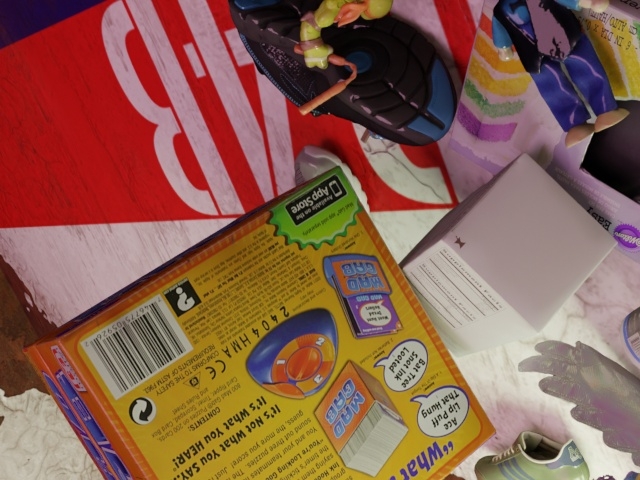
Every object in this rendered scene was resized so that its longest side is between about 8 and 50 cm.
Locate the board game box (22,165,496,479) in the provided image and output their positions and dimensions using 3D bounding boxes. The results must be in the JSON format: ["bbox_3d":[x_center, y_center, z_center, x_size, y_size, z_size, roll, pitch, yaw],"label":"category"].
[{"bbox_3d":[-0.092,0.179,1.084,0.356,0.356,0.356,59,155,-5],"label":"board game box"}]

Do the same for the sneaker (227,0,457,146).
[{"bbox_3d":[0.031,-0.205,1.095,0.341,0.125,0.139,41,159,29],"label":"sneaker"}]

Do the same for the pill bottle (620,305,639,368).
[{"bbox_3d":[0.380,0.080,0.927,0.078,0.078,0.137,48,145,9],"label":"pill bottle"}]

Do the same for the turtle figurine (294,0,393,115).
[{"bbox_3d":[0.009,-0.288,0.975,0.269,0.087,0.217,-53,56,20],"label":"turtle figurine"}]

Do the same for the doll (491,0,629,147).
[{"bbox_3d":[0.210,-0.184,0.820,0.189,0.046,0.129,58,145,-2],"label":"doll"}]

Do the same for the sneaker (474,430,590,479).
[{"bbox_3d":[0.286,0.299,1.244,0.192,0.064,0.086,-4,107,51],"label":"sneaker"}]

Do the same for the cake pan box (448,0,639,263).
[{"bbox_3d":[0.268,-0.134,0.892,0.267,0.070,0.246,37,144,24],"label":"cake pan box"}]

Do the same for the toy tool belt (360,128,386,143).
[{"bbox_3d":[0.089,-0.137,1.110,0.083,0.051,0.052,15,162,44],"label":"toy tool belt"}]

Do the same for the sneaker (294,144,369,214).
[{"bbox_3d":[0.000,0.000,1.279,0.105,0.115,0.281,23,134,38],"label":"sneaker"}]

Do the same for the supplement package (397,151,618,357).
[{"bbox_3d":[0.184,0.027,0.990,0.134,0.139,0.244,44,165,2],"label":"supplement package"}]

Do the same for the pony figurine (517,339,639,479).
[{"bbox_3d":[0.371,0.286,0.951,0.351,0.303,0.363,30,161,-8],"label":"pony figurine"}]
